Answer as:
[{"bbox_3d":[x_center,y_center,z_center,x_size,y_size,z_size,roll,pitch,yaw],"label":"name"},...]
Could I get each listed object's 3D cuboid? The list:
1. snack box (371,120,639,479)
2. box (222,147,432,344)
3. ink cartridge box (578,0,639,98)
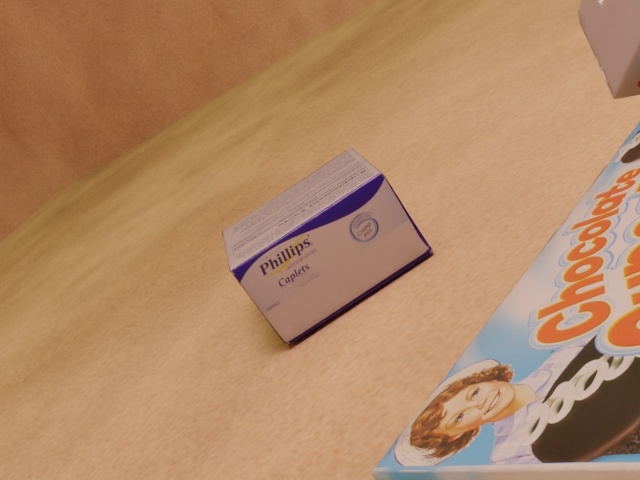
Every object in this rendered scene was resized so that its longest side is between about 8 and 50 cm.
[{"bbox_3d":[0.179,0.002,0.430,0.187,0.060,0.322,-16,23,49],"label":"snack box"},{"bbox_3d":[0.000,0.000,0.789,0.126,0.072,0.137,-33,14,1],"label":"box"},{"bbox_3d":[0.231,-0.141,0.579,0.151,0.063,0.109,-12,-25,-6],"label":"ink cartridge box"}]
